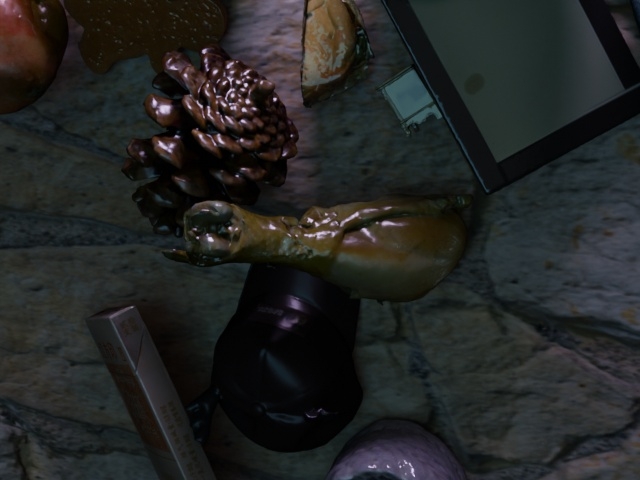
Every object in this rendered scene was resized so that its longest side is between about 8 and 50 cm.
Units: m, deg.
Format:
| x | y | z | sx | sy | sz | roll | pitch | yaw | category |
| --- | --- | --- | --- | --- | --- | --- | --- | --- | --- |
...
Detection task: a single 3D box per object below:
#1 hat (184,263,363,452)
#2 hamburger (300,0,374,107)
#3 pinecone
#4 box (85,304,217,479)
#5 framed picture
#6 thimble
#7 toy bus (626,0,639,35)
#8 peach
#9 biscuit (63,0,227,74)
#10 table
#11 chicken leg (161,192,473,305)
| x | y | z | sx | sy | sz | roll | pitch | yaw | category |
| --- | --- | --- | --- | --- | --- | --- | --- | --- | --- |
| -0.065 | 0.172 | 1.491 | 0.238 | 0.209 | 0.336 | 9 | 103 | 17 | hat |
| 0.026 | -0.273 | 1.432 | 0.102 | 0.087 | 0.176 | 3 | 96 | 3 | hamburger |
| -0.160 | -0.135 | 1.442 | 0.244 | 0.244 | 0.309 | 44 | 121 | 2 | pinecone |
| -0.251 | 0.274 | 1.582 | 0.051 | 0.204 | 0.365 | -26 | 96 | -22 | box |
| 0.254 | -0.270 | 1.359 | 0.265 | 0.016 | 0.347 | -29 | 94 | 3 | framed picture |
| 0.108 | 0.406 | 1.520 | 0.217 | 0.157 | 0.246 | -7 | 101 | 18 | thimble |
| 0.447 | -0.291 | 1.258 | 0.138 | 0.167 | 0.275 | -18 | 96 | 19 | toy bus |
| -0.467 | -0.293 | 1.494 | 0.214 | 0.214 | 0.236 | -38 | 69 | 20 | peach |
| -0.252 | -0.321 | 1.508 | 0.250 | 0.036 | 0.166 | -1 | 120 | 18 | biscuit |
| 0.127 | -0.195 | 1.418 | 0.062 | 0.079 | 0.083 | -32 | 94 | 19 | table |
| 0.000 | 0.000 | 1.386 | 0.429 | 0.201 | 0.153 | 5 | 64 | -21 | chicken leg |
